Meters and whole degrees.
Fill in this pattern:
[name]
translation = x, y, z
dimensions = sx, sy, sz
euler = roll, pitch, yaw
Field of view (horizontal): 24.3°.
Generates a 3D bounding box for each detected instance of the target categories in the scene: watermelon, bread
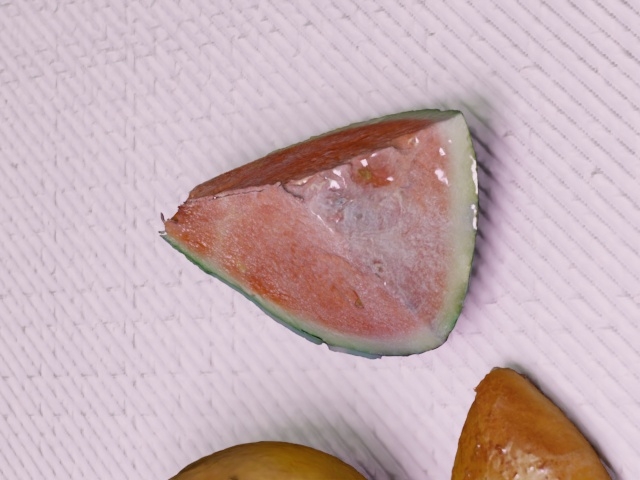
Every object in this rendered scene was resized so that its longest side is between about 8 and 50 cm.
[watermelon]
translation = 0.017, 0.007, 0.996
dimensions = 0.231, 0.128, 0.146
euler = -9, 108, 49
[bread]
translation = 0.135, 0.171, 0.912
dimensions = 0.136, 0.054, 0.154
euler = 21, 101, 33

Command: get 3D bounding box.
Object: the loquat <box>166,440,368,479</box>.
[loquat]
translation = -0.040, 0.229, 0.940
dimensions = 0.213, 0.213, 0.213
euler = -4, 83, 36
